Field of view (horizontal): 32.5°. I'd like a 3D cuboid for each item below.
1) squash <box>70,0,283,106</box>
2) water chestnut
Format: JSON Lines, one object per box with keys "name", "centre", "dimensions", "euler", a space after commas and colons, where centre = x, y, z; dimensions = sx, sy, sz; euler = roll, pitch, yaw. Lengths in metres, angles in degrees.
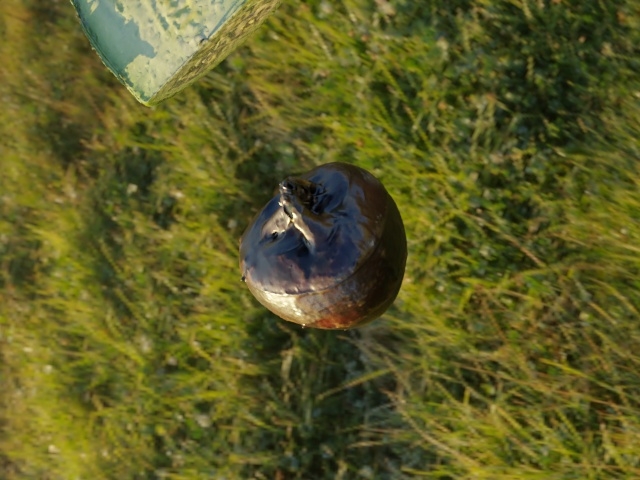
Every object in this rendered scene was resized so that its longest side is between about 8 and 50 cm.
{"name": "squash", "centre": [-0.189, -0.342, 1.194], "dimensions": [0.234, 0.210, 0.309], "euler": [-39, 94, 28]}
{"name": "water chestnut", "centre": [0.000, 0.000, 1.418], "dimensions": [0.224, 0.238, 0.223], "euler": [-24, 42, 24]}
